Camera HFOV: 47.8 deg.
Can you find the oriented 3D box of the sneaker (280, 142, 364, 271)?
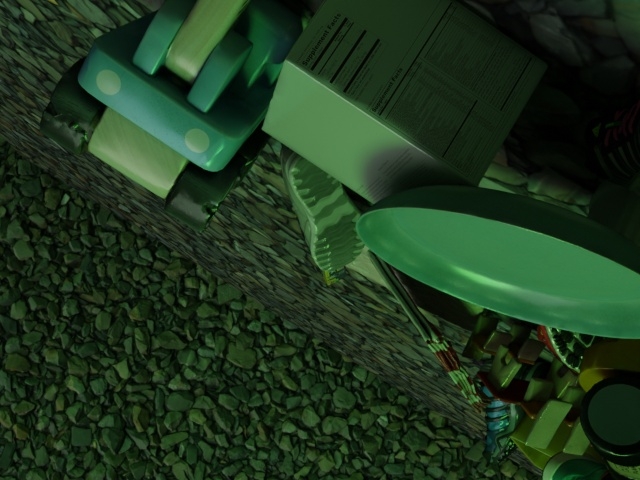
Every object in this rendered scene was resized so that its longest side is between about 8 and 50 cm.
[{"bbox_3d":[0.004,-0.065,1.232,0.115,0.105,0.281,-122,11,-46],"label":"sneaker"}]

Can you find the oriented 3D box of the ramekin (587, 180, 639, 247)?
[{"bbox_3d":[0.368,0.028,0.761,0.207,0.109,0.207,30,165,9],"label":"ramekin"}]

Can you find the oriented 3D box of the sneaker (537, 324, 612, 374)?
[{"bbox_3d":[0.390,0.153,1.150,0.118,0.107,0.279,24,164,48],"label":"sneaker"}]

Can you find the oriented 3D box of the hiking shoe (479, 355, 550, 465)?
[{"bbox_3d":[0.411,0.363,1.607,0.132,0.113,0.304,35,126,35],"label":"hiking shoe"}]

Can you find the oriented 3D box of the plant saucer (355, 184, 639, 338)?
[{"bbox_3d":[0.190,0.020,0.708,0.317,0.044,0.317,21,168,5],"label":"plant saucer"}]

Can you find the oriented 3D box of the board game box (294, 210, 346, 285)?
[{"bbox_3d":[0.000,0.000,1.434,0.141,0.048,0.170,62,175,17],"label":"board game box"}]

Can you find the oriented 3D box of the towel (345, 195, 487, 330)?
[{"bbox_3d":[0.170,0.055,1.389,0.331,0.053,0.317,29,166,17],"label":"towel"}]

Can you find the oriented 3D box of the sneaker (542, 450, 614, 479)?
[{"bbox_3d":[0.532,0.438,1.182,0.295,0.124,0.178,13,-167,-17],"label":"sneaker"}]

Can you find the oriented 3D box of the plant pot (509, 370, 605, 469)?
[{"bbox_3d":[0.536,0.384,1.437,0.212,0.187,0.212,19,161,40],"label":"plant pot"}]

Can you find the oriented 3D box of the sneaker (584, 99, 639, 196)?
[{"bbox_3d":[0.274,-0.093,0.643,0.074,0.063,0.170,21,168,19],"label":"sneaker"}]

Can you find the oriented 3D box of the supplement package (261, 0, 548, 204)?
[{"bbox_3d":[0.072,-0.142,0.729,0.203,0.149,0.194,33,166,-4],"label":"supplement package"}]

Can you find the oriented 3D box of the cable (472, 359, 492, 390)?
[{"bbox_3d":[0.491,0.390,1.756,0.257,0.089,0.257,13,157,49],"label":"cable"}]

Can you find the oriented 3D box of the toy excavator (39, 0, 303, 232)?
[{"bbox_3d":[-0.114,-0.228,0.760,0.222,0.445,0.433,33,-153,-6],"label":"toy excavator"}]

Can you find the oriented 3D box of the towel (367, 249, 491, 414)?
[{"bbox_3d":[0.205,0.169,1.343,0.329,0.037,0.237,52,-176,-48],"label":"towel"}]

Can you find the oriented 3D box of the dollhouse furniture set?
[{"bbox_3d":[0.396,0.273,1.266,0.259,0.135,0.262,15,-160,-20],"label":"dollhouse furniture set"}]

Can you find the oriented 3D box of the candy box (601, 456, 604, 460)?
[{"bbox_3d":[0.570,0.309,1.139,0.196,0.165,0.070,20,-174,41],"label":"candy box"}]

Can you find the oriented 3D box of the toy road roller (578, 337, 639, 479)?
[{"bbox_3d":[0.474,0.179,0.843,0.329,0.241,0.202,3,152,34],"label":"toy road roller"}]
